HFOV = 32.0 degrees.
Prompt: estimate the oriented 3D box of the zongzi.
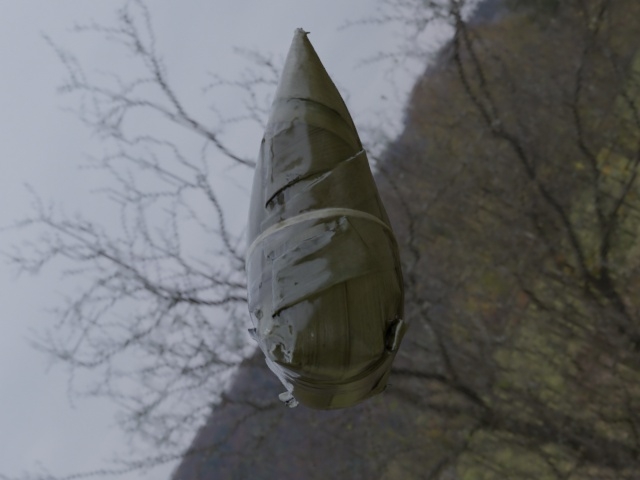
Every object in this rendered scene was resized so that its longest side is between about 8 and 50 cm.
[{"bbox_3d":[0.000,0.000,0.621,0.189,0.081,0.178,86,178,-73],"label":"zongzi"}]
